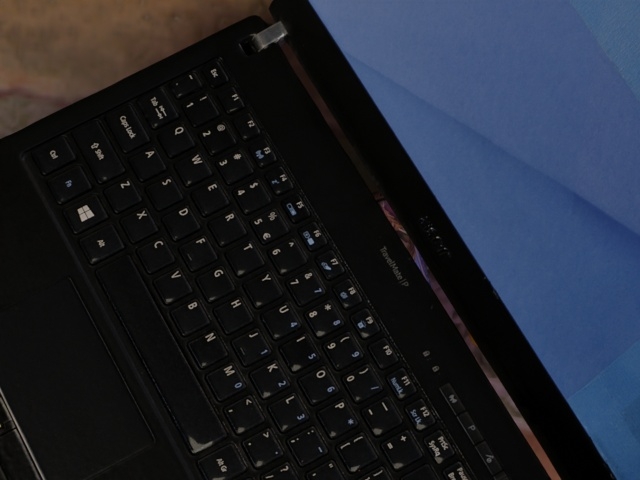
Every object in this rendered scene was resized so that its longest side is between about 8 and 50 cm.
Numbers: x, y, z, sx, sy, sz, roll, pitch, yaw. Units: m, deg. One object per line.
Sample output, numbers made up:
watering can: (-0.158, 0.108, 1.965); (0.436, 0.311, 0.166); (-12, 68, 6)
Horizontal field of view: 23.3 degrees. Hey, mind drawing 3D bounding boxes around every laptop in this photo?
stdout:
laptop: (0.000, 0.000, 0.487); (0.264, 0.136, 0.234); (-27, 68, -9)

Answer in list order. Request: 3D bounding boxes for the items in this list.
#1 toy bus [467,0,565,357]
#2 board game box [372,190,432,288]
toy bus: (0.128, -0.127, 0.535); (0.130, 0.108, 0.332); (5, 105, 7)
board game box: (0.003, 0.033, 0.632); (0.090, 0.020, 0.090); (-17, 103, 10)
